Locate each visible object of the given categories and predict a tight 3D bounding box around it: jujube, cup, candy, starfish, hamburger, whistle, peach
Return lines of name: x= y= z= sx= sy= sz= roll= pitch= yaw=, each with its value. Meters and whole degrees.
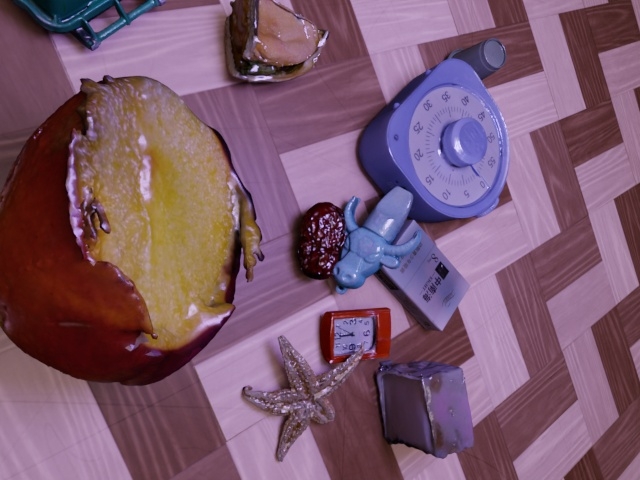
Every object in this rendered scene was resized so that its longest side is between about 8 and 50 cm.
jujube: x=-0.003 y=0.000 z=0.922 sx=0.104 sy=0.104 sz=0.165 roll=20 pitch=80 yaw=-25
cup: x=0.416 y=-0.470 z=1.153 sx=0.120 sy=0.141 sz=0.119 roll=1 pitch=88 yaw=-28
candy: x=0.228 y=0.368 z=0.971 sx=0.137 sy=0.185 sz=0.195 roll=-5 pitch=84 yaw=-33
starfish: x=-0.033 y=0.300 z=0.886 sx=0.295 sy=0.048 sz=0.231 roll=-47 pitch=110 yaw=-6
hamburger: x=-0.093 y=-0.402 z=0.906 sx=0.208 sy=0.136 sz=0.155 roll=-8 pitch=106 yaw=-42
whistle: x=0.115 y=0.003 z=0.959 sx=0.273 sy=0.186 sz=0.093 roll=-57 pitch=152 yaw=-2
peach: x=-0.277 y=-0.018 z=0.626 sx=0.353 sy=0.339 sz=0.416 roll=28 pitch=99 yaw=18

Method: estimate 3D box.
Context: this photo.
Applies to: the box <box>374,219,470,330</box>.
box: x=0.243 y=0.087 z=1.059 sx=0.243 sy=0.067 sz=0.155 roll=47 pitch=69 yaw=-16

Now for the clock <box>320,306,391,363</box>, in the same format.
clock: x=0.077 y=0.207 z=0.965 sx=0.155 sy=0.061 sz=0.113 roll=0 pitch=94 yaw=-24

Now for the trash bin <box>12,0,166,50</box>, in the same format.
trash bin: x=-0.370 y=-0.501 z=0.608 sx=0.295 sy=0.381 sz=0.259 roll=48 pitch=68 yaw=-17

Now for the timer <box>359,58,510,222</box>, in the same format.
timer: x=0.316 y=-0.216 z=1.063 sx=0.396 sy=0.173 sz=0.394 roll=3 pitch=83 yaw=-28
